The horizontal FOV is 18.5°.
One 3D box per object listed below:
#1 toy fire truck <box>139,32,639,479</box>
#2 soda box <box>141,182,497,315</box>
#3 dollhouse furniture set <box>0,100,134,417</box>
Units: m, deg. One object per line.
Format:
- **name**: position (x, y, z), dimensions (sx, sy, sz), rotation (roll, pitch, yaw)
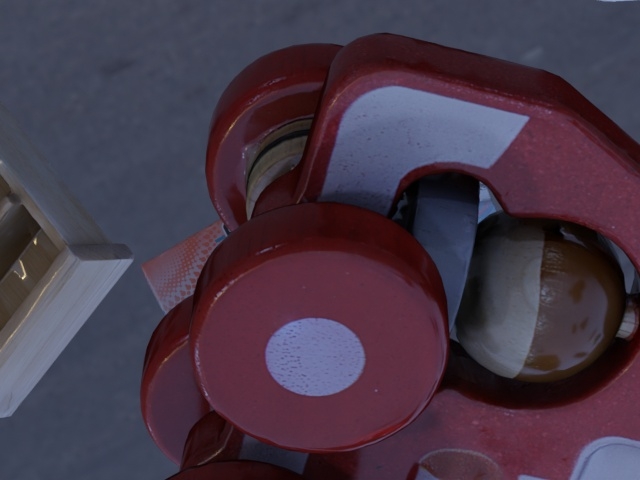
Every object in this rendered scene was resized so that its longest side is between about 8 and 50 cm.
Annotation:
- **toy fire truck**: position (0.059, 0.064, 0.829), dimensions (0.254, 0.169, 0.302), rotation (13, 121, -9)
- **soda box**: position (0.000, 0.000, 1.048), dimensions (0.183, 0.063, 0.058), rotation (-31, 160, 3)
- **dollhouse furniture set**: position (-0.364, -0.013, 1.325), dimensions (0.362, 0.256, 0.394), rotation (-51, 156, 23)
